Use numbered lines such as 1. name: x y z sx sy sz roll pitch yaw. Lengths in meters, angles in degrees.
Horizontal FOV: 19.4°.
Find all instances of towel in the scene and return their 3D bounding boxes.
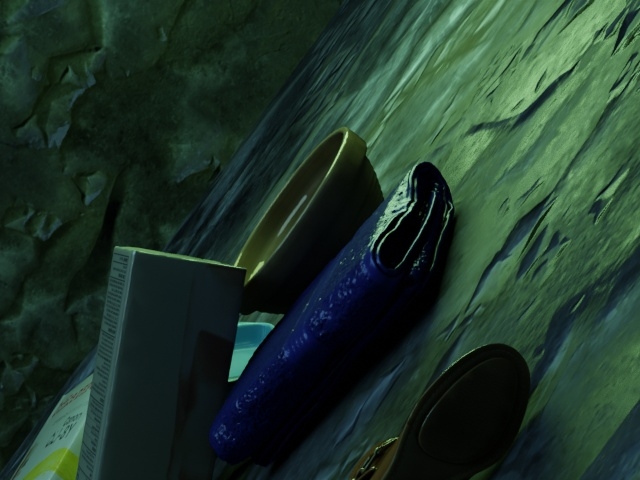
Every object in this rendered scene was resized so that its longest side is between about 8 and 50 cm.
1. towel: 0.019 0.081 1.866 0.308 0.076 0.228 -49 5 32

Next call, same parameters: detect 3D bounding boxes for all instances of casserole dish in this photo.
1. casserole dish: -0.105 0.143 2.162 0.114 0.037 0.188 -8 17 3

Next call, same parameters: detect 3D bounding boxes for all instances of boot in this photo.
1. boot: 0.071 0.156 1.373 0.197 0.073 0.152 -54 6 -6

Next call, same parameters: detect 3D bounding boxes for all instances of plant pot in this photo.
1. plant pot: 0.000 0.000 2.073 0.237 0.109 0.237 -52 11 15

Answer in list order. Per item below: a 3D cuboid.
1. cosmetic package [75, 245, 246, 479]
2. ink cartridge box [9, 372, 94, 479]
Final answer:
1. cosmetic package: -0.173 0.161 1.985 0.153 0.129 0.296 -168 89 -75
2. ink cartridge box: -0.297 0.345 2.179 0.385 0.160 0.279 -60 12 -26
